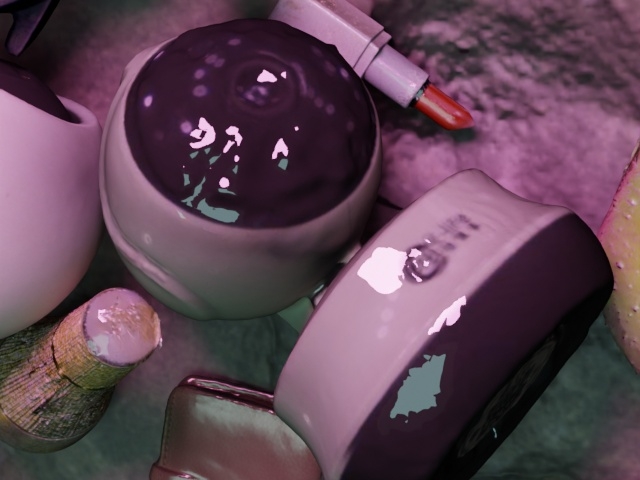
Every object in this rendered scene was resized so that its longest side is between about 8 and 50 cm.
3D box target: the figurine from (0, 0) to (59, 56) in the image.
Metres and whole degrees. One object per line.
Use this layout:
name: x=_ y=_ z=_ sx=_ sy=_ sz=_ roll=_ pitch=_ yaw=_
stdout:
figurine: x=-0.147 y=-0.238 z=0.977 sx=0.308 sy=0.143 sz=0.309 roll=7 pitch=102 yaw=32

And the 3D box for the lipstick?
lipstick: x=0.032 y=-0.099 z=1.032 sx=0.129 sy=0.030 sz=0.030 roll=36 pitch=118 yaw=3

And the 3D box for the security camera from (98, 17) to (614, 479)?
security camera: x=0.000 y=0.000 z=0.996 sx=0.277 sy=0.197 sz=0.191 roll=40 pitch=155 yaw=16

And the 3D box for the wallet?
wallet: x=-0.054 y=0.166 z=1.168 sx=0.118 sy=0.039 sz=0.153 roll=15 pitch=112 yaw=11

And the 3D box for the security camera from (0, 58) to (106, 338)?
security camera: x=-0.234 y=-0.023 z=1.057 sx=0.236 sy=0.194 sz=0.195 roll=-4 pitch=110 yaw=31

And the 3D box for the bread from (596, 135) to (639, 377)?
bread: x=0.252 y=0.009 z=0.978 sx=0.228 sy=0.033 sz=0.229 roll=6 pitch=105 yaw=22

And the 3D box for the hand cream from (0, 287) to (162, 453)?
hand cream: x=-0.144 y=0.068 z=1.083 sx=0.084 sy=0.084 sz=0.203 roll=47 pitch=153 yaw=-3
